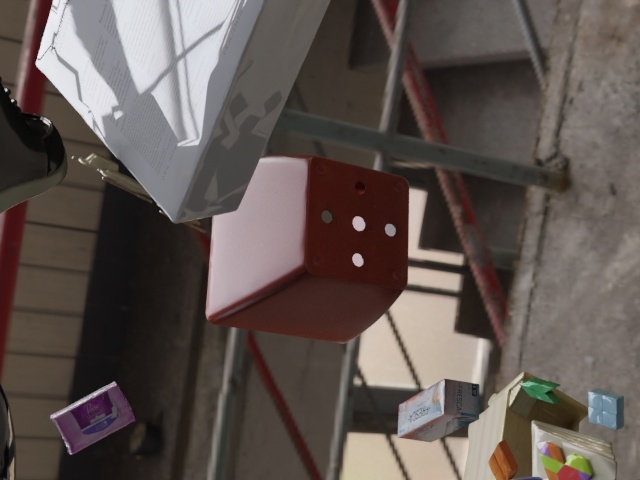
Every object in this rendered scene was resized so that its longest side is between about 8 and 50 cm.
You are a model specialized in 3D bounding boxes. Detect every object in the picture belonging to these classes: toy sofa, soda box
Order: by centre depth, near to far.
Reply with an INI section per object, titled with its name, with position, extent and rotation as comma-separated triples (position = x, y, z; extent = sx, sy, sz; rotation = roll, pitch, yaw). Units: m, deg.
[soda box]
position = 0.184, 0.270, 1.694
extent = 0.183, 0.063, 0.058
rotation = 132, 146, -62
[toy sofa]
position = 0.346, 0.425, 1.861
extent = 0.177, 0.150, 0.362
rotation = -54, 11, 40

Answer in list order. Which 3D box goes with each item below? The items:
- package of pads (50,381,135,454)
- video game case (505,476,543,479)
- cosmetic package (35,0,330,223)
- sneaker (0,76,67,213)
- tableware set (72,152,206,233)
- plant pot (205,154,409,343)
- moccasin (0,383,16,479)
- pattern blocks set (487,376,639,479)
[package of pads]
position = -0.257, 0.200, 1.215
extent = 0.050, 0.083, 0.032
rotation = 64, 163, -5
[video game case]
position = 0.272, 0.473, 1.325
extent = 0.269, 0.061, 0.244
rotation = -101, 7, -47
[cosmetic package]
position = -0.132, -0.251, 1.064
extent = 0.284, 0.097, 0.377
rotation = 45, 127, 25
[sneaker]
position = -0.230, -0.089, 0.740
extent = 0.222, 0.083, 0.118
rotation = -81, -8, -73
[tableware set]
position = -0.201, -0.058, 1.221
extent = 0.020, 0.141, 0.169
rotation = -62, 30, 6
[plant pot]
position = 0.000, 0.000, 1.679
extent = 0.236, 0.268, 0.267
rotation = -22, 61, 56
[moccasin]
position = -0.195, 0.109, 0.452
extent = 0.342, 0.138, 0.116
rotation = -43, 56, 43
[pattern blocks set]
position = 0.346, 0.351, 1.490
extent = 0.285, 0.026, 0.324
rotation = -4, 99, 51
